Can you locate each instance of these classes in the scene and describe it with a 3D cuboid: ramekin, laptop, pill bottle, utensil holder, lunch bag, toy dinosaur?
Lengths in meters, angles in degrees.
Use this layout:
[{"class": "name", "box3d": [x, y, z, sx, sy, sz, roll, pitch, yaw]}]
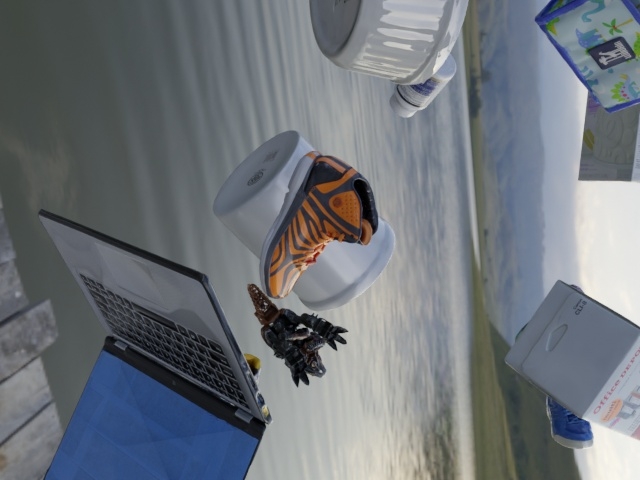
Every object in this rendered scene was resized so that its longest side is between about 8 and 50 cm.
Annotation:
[{"class": "ramekin", "box3d": [0.076, -0.344, 0.863, 0.273, 0.127, 0.272, 177, -90, -71]}, {"class": "laptop", "box3d": [-0.287, 0.217, 0.902, 0.236, 0.382, 0.407, -43, 133, -33]}, {"class": "pill bottle", "box3d": [0.227, -0.358, 1.508, 0.169, 0.094, 0.094, 132, -34, -55]}, {"class": "utensil holder", "box3d": [-0.046, -0.050, 1.751, 0.385, 0.328, 0.327, 44, 33, -26]}, {"class": "lunch bag", "box3d": [0.295, -0.205, 0.602, 0.129, 0.151, 0.096, 43, 31, -20]}, {"class": "toy dinosaur", "box3d": [-0.077, 0.229, 1.547, 0.322, 0.218, 0.164, 31, 83, -36]}]

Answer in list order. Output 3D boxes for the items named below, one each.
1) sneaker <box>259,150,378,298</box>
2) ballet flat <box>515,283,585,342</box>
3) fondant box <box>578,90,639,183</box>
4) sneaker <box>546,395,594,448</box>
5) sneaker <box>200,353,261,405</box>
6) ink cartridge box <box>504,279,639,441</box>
[{"class": "sneaker", "box3d": [0.000, 0.000, 1.293, 0.125, 0.180, 0.320, -25, 138, -61]}, {"class": "ballet flat", "box3d": [0.583, 0.208, 1.661, 0.077, 0.221, 0.079, 26, 22, -38]}, {"class": "fondant box", "box3d": [0.784, -0.312, 1.699, 0.238, 0.096, 0.329, -152, -113, -78]}, {"class": "sneaker", "box3d": [0.384, 0.255, 1.023, 0.152, 0.058, 0.084, -49, 136, -76]}, {"class": "sneaker", "box3d": [-0.172, 0.252, 1.137, 0.225, 0.088, 0.092, -21, 130, -72]}, {"class": "ink cartridge box", "box3d": [0.350, 0.152, 0.828, 0.176, 0.127, 0.128, 26, 98, -39]}]
